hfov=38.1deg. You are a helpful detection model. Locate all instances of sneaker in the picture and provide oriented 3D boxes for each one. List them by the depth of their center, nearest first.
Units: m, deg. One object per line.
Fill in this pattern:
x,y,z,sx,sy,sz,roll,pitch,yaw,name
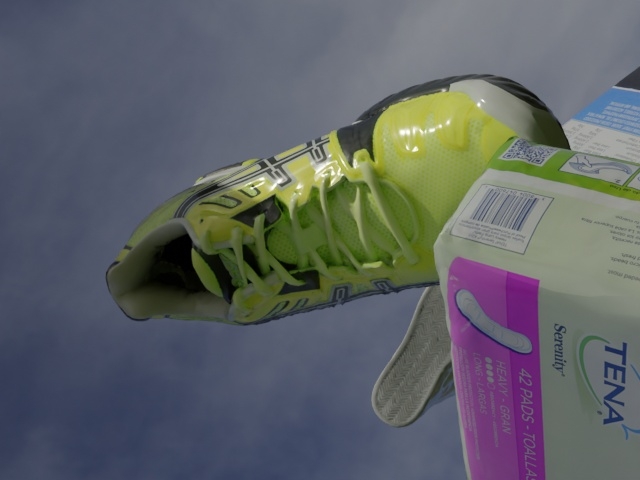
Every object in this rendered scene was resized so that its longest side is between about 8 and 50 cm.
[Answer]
0.000,0.000,0.659,0.147,0.385,0.145,-39,-75,-45,sneaker
0.191,0.120,1.285,0.292,0.108,0.169,-54,-19,16,sneaker

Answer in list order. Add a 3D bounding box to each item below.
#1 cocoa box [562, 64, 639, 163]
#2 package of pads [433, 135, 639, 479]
0.349,0.042,0.767,0.228,0.231,0.347,-37,-60,-11,cocoa box
0.187,0.108,0.458,0.101,0.229,0.296,-47,-42,-35,package of pads
